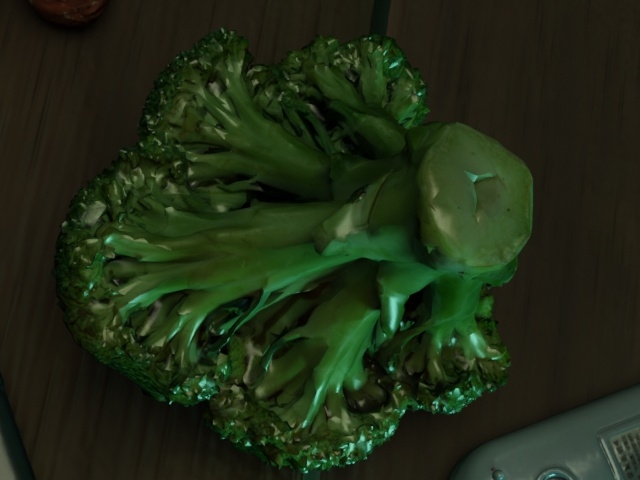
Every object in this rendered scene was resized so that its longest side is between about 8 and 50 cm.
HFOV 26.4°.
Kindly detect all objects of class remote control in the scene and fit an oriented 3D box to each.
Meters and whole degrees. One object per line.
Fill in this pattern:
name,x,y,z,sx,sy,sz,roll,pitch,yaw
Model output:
remote control,0.191,0.137,0.845,0.244,0.047,0.087,-19,82,-16

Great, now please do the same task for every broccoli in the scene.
broccoli,0.000,0.000,0.726,0.269,0.269,0.254,-25,94,-19

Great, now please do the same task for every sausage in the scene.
sausage,-0.160,-0.180,0.855,0.059,0.054,0.094,-5,74,-15

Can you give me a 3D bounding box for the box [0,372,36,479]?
box,-0.259,0.087,0.753,0.160,0.050,0.230,-18,78,-17
